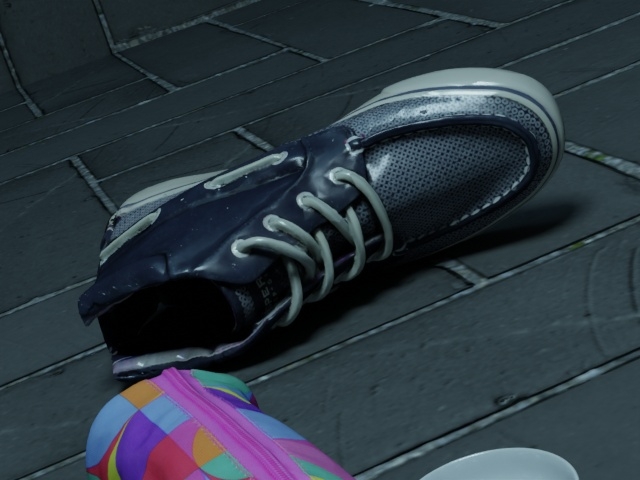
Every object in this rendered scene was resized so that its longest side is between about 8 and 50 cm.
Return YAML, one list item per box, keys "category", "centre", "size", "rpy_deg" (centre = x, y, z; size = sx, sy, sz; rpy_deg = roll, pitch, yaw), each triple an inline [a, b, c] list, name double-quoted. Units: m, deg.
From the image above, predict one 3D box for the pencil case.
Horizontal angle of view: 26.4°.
- category: "pencil case"
  centre: [-0.026, 0.122, 0.582]
  size: [0.104, 0.104, 0.236]
  rpy_deg: [-25, 19, -21]

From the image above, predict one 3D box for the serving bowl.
- category: "serving bowl"
  centre: [0.075, 0.124, 0.593]
  size: [0.083, 0.027, 0.083]
  rpy_deg: [-17, 18, 6]

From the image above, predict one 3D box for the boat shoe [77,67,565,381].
- category: "boat shoe"
  centre: [0.000, 0.000, 0.902]
  size: [0.340, 0.127, 0.158]
  rpy_deg: [-21, 23, 17]
